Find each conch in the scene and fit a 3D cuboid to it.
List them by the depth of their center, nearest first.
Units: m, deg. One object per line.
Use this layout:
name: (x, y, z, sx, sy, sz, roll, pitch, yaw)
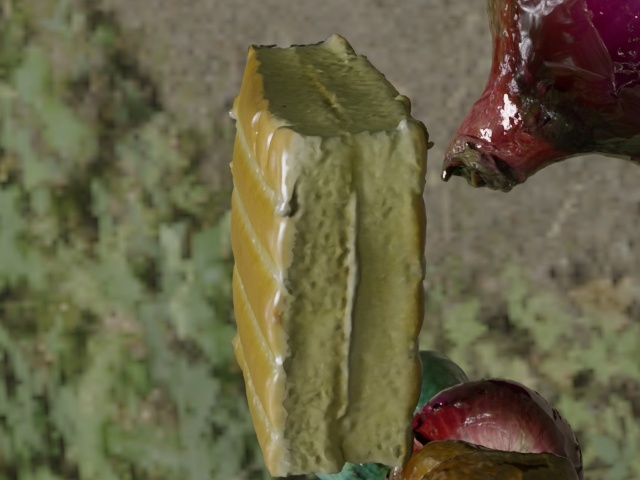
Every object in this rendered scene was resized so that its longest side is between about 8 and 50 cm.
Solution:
conch: (0.067, 0.176, 1.896, 0.188, 0.176, 0.122, -30, 39, 20)

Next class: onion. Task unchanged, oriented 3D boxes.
onion: (0.111, 0.165, 1.418, 0.140, 0.150, 0.150, -128, 41, -75)
onion: (0.246, -0.170, 1.572, 0.385, 0.348, 0.348, -44, 50, 10)

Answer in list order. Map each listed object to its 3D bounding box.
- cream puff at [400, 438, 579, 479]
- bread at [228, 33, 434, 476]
cream puff: (0.117, 0.240, 1.147, 0.241, 0.155, 0.269, 78, 172, -79)
bread: (0.000, 0.000, 1.321, 0.246, 0.111, 0.239, -118, 28, -69)
